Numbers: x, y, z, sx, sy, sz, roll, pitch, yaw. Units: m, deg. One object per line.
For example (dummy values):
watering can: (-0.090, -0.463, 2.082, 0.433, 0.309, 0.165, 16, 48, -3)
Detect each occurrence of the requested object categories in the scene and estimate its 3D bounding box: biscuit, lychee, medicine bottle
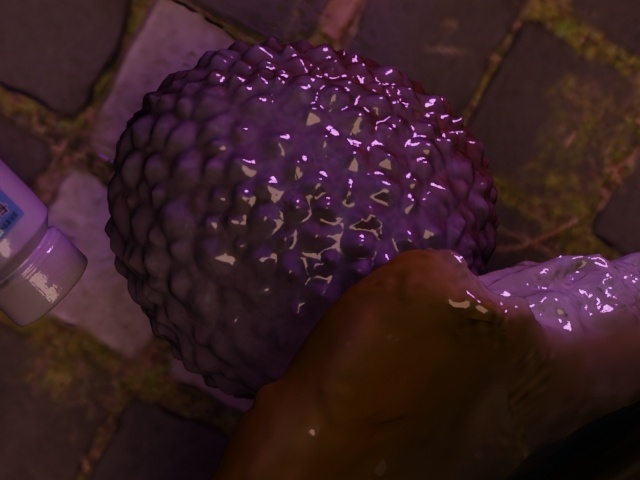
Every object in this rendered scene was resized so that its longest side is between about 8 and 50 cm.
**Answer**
biscuit: (0.085, 0.091, 0.674, 0.335, 0.078, 0.329, -18, 151, -30)
lychee: (0.000, 0.000, 0.671, 0.197, 0.165, 0.165, 43, 89, -17)
medicine bottle: (-0.150, -0.006, 0.686, 0.052, 0.052, 0.089, -44, 109, -3)
